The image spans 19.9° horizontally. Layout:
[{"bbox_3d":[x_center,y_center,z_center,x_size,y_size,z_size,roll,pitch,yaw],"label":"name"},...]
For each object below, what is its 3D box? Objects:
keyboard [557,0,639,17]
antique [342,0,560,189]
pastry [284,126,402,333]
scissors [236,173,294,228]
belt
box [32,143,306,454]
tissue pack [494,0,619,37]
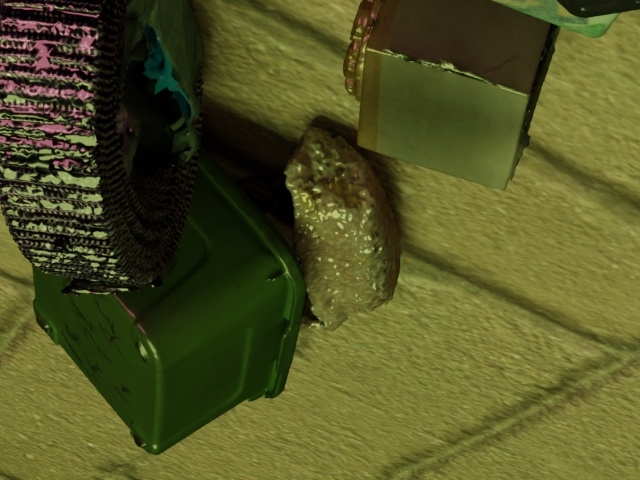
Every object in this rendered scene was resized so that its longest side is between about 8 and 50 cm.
[{"bbox_3d":[0.149,-0.183,1.075,0.103,0.041,0.381,-5,141,39],"label":"keyboard"},{"bbox_3d":[0.099,-0.145,1.326,0.148,0.146,0.152,18,154,7],"label":"antique"},{"bbox_3d":[0.021,0.000,1.690,0.112,0.102,0.265,9,150,3],"label":"pastry"},{"bbox_3d":[0.000,0.000,1.801,0.088,0.017,0.220,-6,144,34],"label":"scissors"},{"bbox_3d":[-0.173,-0.106,1.448,0.122,0.260,0.325,7,151,12],"label":"belt"},{"bbox_3d":[-0.155,0.050,1.729,0.253,0.178,0.328,46,160,17],"label":"box"},{"bbox_3d":[0.134,-0.269,1.093,0.228,0.128,0.311,22,155,-6],"label":"tissue pack"}]
